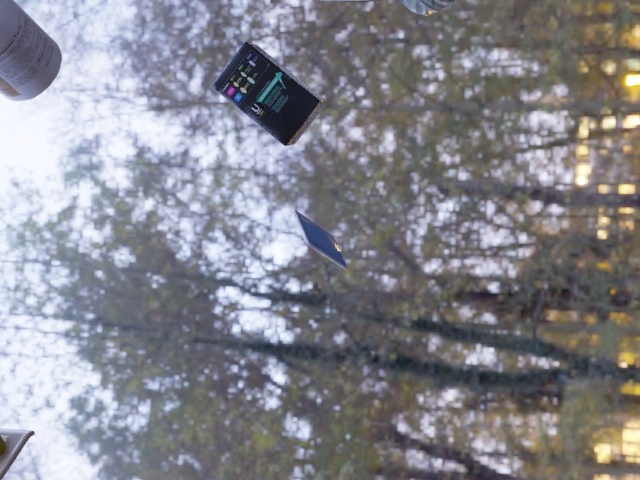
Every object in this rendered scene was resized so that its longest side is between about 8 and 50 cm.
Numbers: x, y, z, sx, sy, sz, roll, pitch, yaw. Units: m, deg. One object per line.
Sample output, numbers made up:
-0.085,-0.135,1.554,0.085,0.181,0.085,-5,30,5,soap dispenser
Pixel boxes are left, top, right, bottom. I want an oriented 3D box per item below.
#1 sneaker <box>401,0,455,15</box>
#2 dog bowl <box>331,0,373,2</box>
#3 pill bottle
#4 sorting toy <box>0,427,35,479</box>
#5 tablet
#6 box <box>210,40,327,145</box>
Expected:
0.094,-0.378,1.169,0.283,0.122,0.110,30,-120,-38,sneaker
0.019,-0.396,0.839,0.150,0.408,0.408,-68,-26,-71,dog bowl
-0.536,-0.337,1.660,0.229,0.131,0.131,49,-134,-57,pill bottle
-0.583,0.356,1.616,0.208,0.193,0.038,-61,-34,-55,sorting toy
0.000,0.000,1.167,0.083,0.006,0.054,35,-155,-48,tablet
-0.044,-0.128,0.895,0.052,0.083,0.062,-52,-2,9,box
